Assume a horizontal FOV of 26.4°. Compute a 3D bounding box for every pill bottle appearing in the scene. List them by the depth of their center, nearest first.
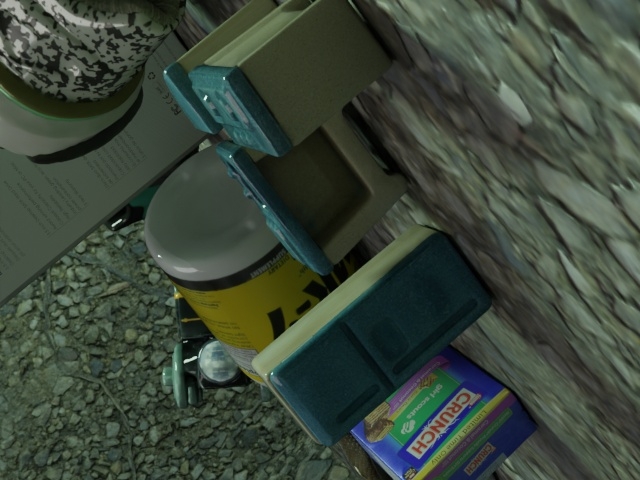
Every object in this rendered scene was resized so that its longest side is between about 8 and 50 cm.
[{"bbox_3d":[-0.030,0.034,0.997,0.119,0.119,0.208,42,170,45],"label":"pill bottle"}]

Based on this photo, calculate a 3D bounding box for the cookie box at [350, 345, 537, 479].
[{"bbox_3d":[0.079,0.124,0.916,0.040,0.092,0.107,50,172,-28],"label":"cookie box"}]

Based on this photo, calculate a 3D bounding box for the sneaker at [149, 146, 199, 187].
[{"bbox_3d":[-0.200,-0.165,1.159,0.286,0.109,0.130,45,165,-20],"label":"sneaker"}]

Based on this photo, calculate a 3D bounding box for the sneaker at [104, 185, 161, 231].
[{"bbox_3d":[-0.256,-0.112,1.572,0.108,0.121,0.302,44,170,37],"label":"sneaker"}]

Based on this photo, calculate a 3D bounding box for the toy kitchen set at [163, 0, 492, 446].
[{"bbox_3d":[0.000,0.000,0.650,0.207,0.122,0.166,52,172,-17],"label":"toy kitchen set"}]

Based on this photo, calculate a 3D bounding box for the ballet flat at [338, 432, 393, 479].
[{"bbox_3d":[0.022,0.203,1.624,0.250,0.058,0.084,58,-154,-34],"label":"ballet flat"}]

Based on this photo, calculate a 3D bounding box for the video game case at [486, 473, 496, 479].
[{"bbox_3d":[0.088,0.190,1.379,0.300,0.036,0.329,45,171,36],"label":"video game case"}]

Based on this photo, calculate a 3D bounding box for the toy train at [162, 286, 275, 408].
[{"bbox_3d":[-0.116,0.103,1.673,0.334,0.142,0.190,92,174,-86],"label":"toy train"}]

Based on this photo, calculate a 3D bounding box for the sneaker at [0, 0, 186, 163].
[{"bbox_3d":[-0.202,-0.247,0.759,0.182,0.158,0.410,-23,108,49],"label":"sneaker"}]

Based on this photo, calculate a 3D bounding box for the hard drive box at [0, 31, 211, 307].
[{"bbox_3d":[-0.212,-0.094,0.996,0.181,0.232,0.089,56,170,-32],"label":"hard drive box"}]
